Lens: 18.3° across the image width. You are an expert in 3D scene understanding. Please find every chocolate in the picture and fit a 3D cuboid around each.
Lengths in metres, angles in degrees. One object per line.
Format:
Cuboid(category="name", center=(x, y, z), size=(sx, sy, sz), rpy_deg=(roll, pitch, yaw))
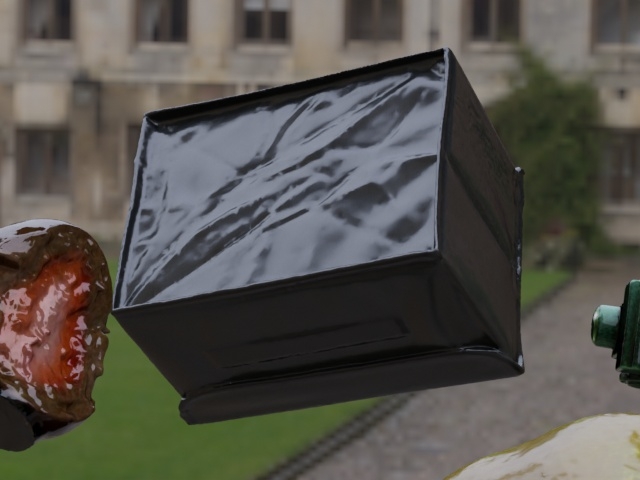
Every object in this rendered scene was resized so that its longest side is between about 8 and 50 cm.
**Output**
Cuboid(category="chocolate", center=(-0.183, 0.052, 1.229), size=(0.127, 0.124, 0.133), rpy_deg=(22, 53, 23))

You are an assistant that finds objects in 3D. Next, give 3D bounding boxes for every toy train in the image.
Cuboid(category="toy train", center=(0.244, 0.060, 1.153), size=(0.172, 0.070, 0.099), rpy_deg=(7, -8, 2))

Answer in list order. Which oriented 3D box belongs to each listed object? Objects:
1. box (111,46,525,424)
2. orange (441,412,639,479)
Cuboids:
Cuboid(category="box", center=(0.000, 0.001, 1.875), size=(0.345, 0.251, 0.204), rpy_deg=(-11, -41, 22))
Cuboid(category="orange", center=(0.146, 0.219, 0.938), size=(0.279, 0.279, 0.235), rpy_deg=(2, -8, 26))
